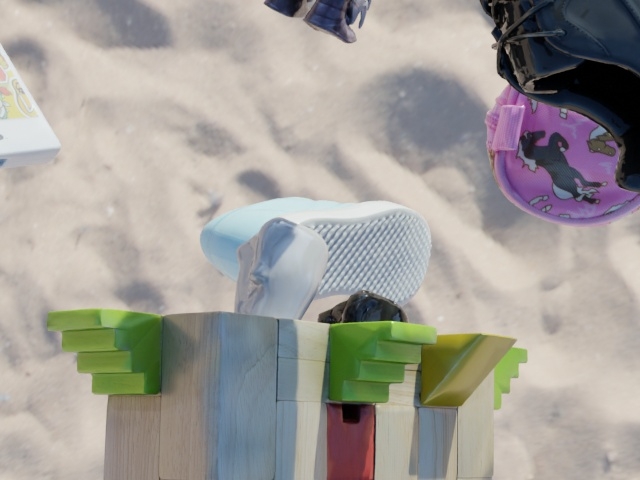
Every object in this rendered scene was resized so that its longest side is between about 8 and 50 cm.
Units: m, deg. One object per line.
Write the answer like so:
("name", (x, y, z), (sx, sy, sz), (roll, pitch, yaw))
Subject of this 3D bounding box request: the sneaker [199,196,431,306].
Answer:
("sneaker", (0.000, 0.000, 1.643), (0.366, 0.150, 0.135), (9, 99, -56))

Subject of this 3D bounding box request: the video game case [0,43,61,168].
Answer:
("video game case", (-0.317, -0.144, 0.995), (0.206, 0.026, 0.227), (-14, 67, -56))

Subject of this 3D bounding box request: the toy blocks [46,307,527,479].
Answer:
("toy blocks", (-0.003, 0.188, 0.890), (0.381, 0.190, 0.261), (12, 77, -50))

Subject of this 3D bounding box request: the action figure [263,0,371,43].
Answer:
("action figure", (0.039, -0.329, 1.241), (0.185, 0.285, 0.099), (32, 17, 27))

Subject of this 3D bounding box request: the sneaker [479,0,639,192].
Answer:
("sneaker", (0.129, -0.149, 0.730), (0.130, 0.109, 0.286), (-40, 82, -17))

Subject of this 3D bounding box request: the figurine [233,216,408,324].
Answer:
("figurine", (-0.011, 0.118, 1.261), (0.215, 0.092, 0.209), (42, 43, -37))

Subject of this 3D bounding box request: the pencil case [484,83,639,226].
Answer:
("pencil case", (0.247, -0.099, 1.339), (0.167, 0.386, 0.160), (-26, 91, 9))
